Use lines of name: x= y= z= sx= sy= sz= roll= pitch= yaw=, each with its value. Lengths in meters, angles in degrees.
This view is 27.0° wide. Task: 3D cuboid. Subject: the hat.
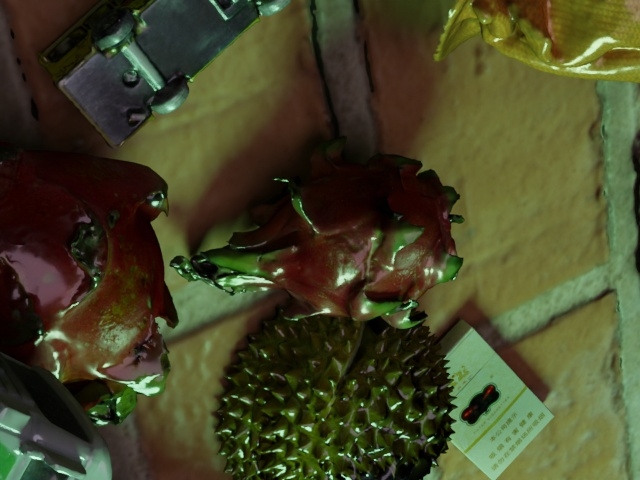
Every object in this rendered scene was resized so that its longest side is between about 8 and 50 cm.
hat: x=0.242 y=-0.174 z=0.972 sx=0.244 sy=0.233 sz=0.233 roll=-53 pitch=173 yaw=-51

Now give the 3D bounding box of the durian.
durian: x=0.021 y=0.167 z=1.120 sx=0.193 sy=0.138 sz=0.237 roll=-8 pitch=117 yaw=-27

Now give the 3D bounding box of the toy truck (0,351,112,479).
toy truck: x=-0.265 y=0.227 z=0.779 sx=0.175 sy=0.146 sz=0.367 roll=25 pitch=98 yaw=-39

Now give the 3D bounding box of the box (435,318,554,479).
box: x=0.149 y=0.153 z=1.257 sx=0.090 sy=0.024 sz=0.167 roll=-47 pitch=128 yaw=-2

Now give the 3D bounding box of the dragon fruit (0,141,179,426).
dragon fruit: x=-0.197 y=0.051 z=0.918 sx=0.200 sy=0.198 sz=0.269 roll=-31 pitch=136 yaw=-39

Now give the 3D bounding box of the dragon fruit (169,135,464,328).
dragon fruit: x=0.001 y=-0.002 z=1.039 sx=0.236 sy=0.135 sz=0.137 roll=4 pitch=118 yaw=-13

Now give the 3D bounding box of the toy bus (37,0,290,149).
toy bus: x=-0.091 y=-0.169 z=0.933 sx=0.226 sy=0.074 sz=0.081 roll=-44 pitch=127 yaw=-5
